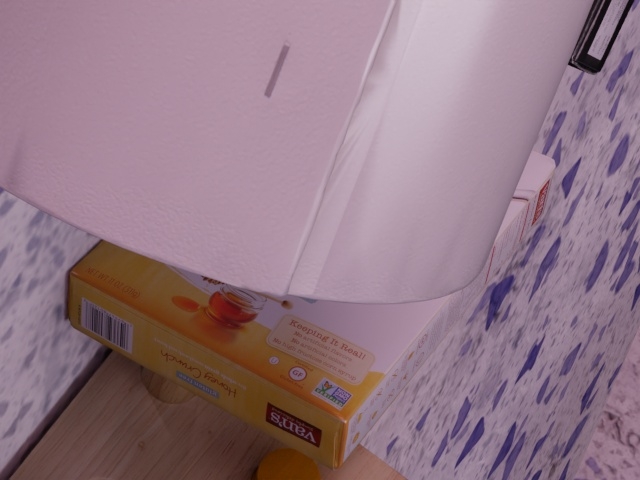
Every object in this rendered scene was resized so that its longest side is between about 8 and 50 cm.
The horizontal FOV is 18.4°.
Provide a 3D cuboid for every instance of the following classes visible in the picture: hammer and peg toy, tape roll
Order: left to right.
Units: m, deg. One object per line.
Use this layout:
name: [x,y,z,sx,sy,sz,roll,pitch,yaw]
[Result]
hammer and peg toy: [-0.085,0.238,1.048,0.361,0.266,0.127,-54,179,-29]
tape roll: [-0.021,-0.105,0.751,0.246,0.246,0.169,-26,140,-63]

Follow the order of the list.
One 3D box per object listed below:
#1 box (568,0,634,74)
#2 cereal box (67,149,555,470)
box: [0.135,-0.212,1.197,0.180,0.147,0.077,-66,162,7]
cereal box: [0.000,0.000,1.083,0.240,0.173,0.047,-49,157,-40]
